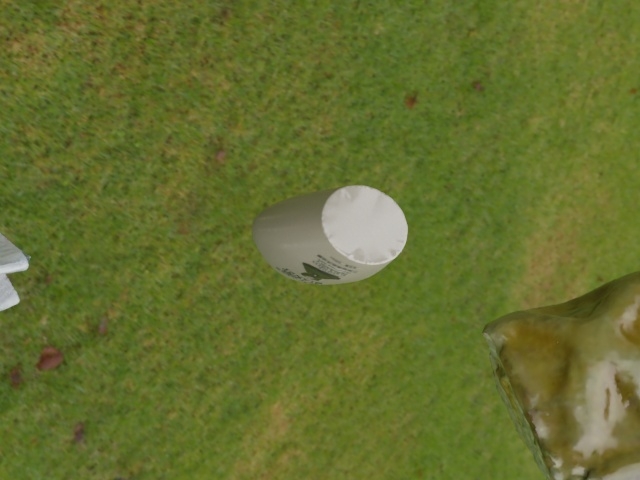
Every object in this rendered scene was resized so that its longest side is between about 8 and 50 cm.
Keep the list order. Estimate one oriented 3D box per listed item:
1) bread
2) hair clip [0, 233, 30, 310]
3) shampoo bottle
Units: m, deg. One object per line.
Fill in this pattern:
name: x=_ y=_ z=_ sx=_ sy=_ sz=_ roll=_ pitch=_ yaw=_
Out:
bread: x=0.234 y=0.077 z=0.490 sx=0.267 sy=0.130 sz=0.152 roll=-18 pitch=107 yaw=8
hair clip: x=-0.291 y=-0.043 z=0.654 sx=0.159 sy=0.218 sz=0.071 roll=-13 pitch=147 yaw=-51
shampoo bottle: x=0.000 y=0.000 z=0.904 sx=0.127 sy=0.257 sz=0.078 roll=21 pitch=80 yaw=-13
